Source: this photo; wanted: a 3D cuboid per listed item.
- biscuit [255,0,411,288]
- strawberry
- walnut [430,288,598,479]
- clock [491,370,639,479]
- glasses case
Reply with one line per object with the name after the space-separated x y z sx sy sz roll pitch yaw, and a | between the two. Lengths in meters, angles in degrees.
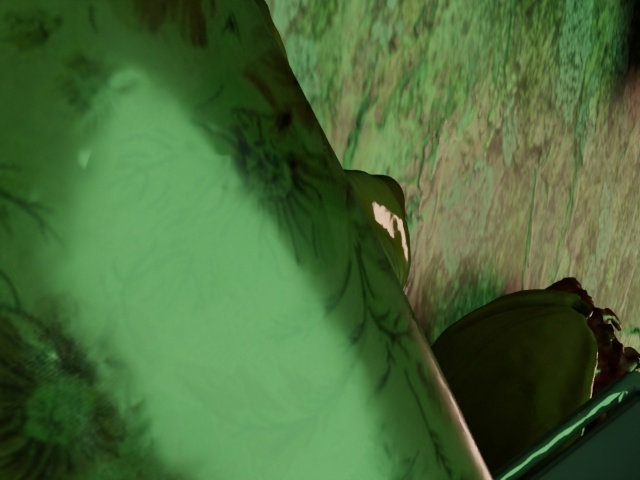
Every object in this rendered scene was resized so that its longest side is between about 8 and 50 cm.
0.000 0.001 0.657 0.208 0.047 0.164 52 23 -54 | biscuit
0.181 0.094 1.118 0.086 0.145 0.145 -44 157 6 | strawberry
0.077 0.121 0.893 0.167 0.087 0.211 -141 -113 -81 | walnut
0.096 0.162 0.723 0.193 0.073 0.145 -30 144 -35 | clock
-0.020 0.101 0.487 0.156 0.098 0.425 -38 115 -27 | glasses case
